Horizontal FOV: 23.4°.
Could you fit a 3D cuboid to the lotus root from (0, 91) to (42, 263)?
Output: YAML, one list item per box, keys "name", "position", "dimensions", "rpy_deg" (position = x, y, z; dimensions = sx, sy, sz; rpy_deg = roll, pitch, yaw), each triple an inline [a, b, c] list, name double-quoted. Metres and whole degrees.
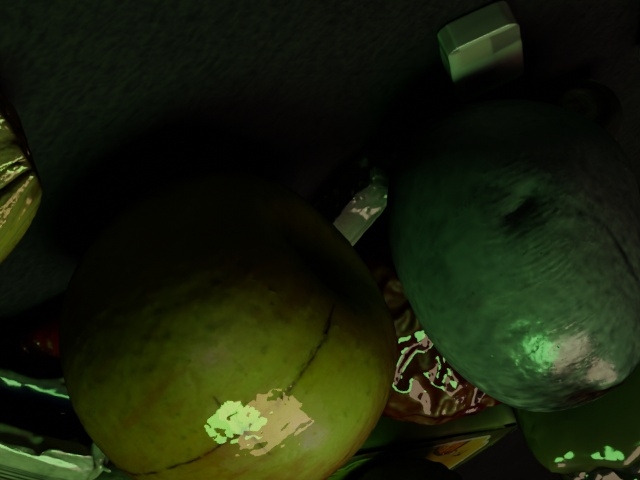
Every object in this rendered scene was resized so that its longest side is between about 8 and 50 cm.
- name: "lotus root"
  position: [-0.254, -0.048, 1.024]
  dimensions: [0.135, 0.095, 0.159]
  rpy_deg: [-32, 118, 3]

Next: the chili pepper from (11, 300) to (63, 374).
- name: "chili pepper"
  position: [-0.154, 0.089, 1.417]
  dimensions: [0.252, 0.136, 0.144]
  rpy_deg: [2, -179, -35]

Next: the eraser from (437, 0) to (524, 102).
- name: "eraser"
  position: [0.133, -0.154, 1.269]
  dimensions: [0.065, 0.026, 0.105]
  rpy_deg: [-22, 159, 1]

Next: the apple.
- name: "apple"
  position: [-0.076, 0.084, 1.243]
  dimensions: [0.233, 0.286, 0.286]
  rpy_deg: [-39, 156, 17]

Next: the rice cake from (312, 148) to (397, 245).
- name: "rice cake"
  position: [0.000, 0.001, 1.452]
  dimensions: [0.055, 0.049, 0.270]
  rpy_deg: [8, 144, -26]

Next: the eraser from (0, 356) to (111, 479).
- name: "eraser"
  position: [-0.316, 0.214, 1.446]
  dimensions: [0.155, 0.102, 0.332]
  rpy_deg: [19, 145, -21]

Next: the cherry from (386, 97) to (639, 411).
- name: "cherry"
  position: [0.171, 0.004, 1.318]
  dimensions: [0.218, 0.296, 0.255]
  rpy_deg: [-18, 148, 0]

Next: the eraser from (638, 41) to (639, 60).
- name: "eraser"
  position: [0.340, -0.214, 1.273]
  dimensions: [0.130, 0.086, 0.287]
  rpy_deg: [-25, 159, -2]

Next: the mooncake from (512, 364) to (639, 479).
- name: "mooncake"
  position: [0.365, 0.205, 1.849]
  dimensions: [0.246, 0.393, 0.394]
  rpy_deg: [-29, -168, 8]

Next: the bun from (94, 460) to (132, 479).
- name: "bun"
  position: [-0.203, 0.323, 1.681]
  dimensions: [0.281, 0.205, 0.281]
  rpy_deg: [-9, 180, 0]

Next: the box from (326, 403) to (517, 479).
- name: "box"
  position: [-0.013, 0.292, 1.994]
  dimensions: [0.373, 0.138, 0.420]
  rpy_deg: [2, 147, -49]

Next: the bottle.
- name: "bottle"
  position: [0.246, -0.067, 1.506]
  dimensions: [0.096, 0.080, 0.254]
  rpy_deg: [19, 158, 9]

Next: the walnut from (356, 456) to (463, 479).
- name: "walnut"
  position: [0.103, 0.342, 1.824]
  dimensions: [0.178, 0.178, 0.230]
  rpy_deg: [-33, 168, 19]

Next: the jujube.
- name: "jujube"
  position: [0.119, 0.075, 1.530]
  dimensions: [0.232, 0.213, 0.213]
  rpy_deg: [-14, 156, -24]
